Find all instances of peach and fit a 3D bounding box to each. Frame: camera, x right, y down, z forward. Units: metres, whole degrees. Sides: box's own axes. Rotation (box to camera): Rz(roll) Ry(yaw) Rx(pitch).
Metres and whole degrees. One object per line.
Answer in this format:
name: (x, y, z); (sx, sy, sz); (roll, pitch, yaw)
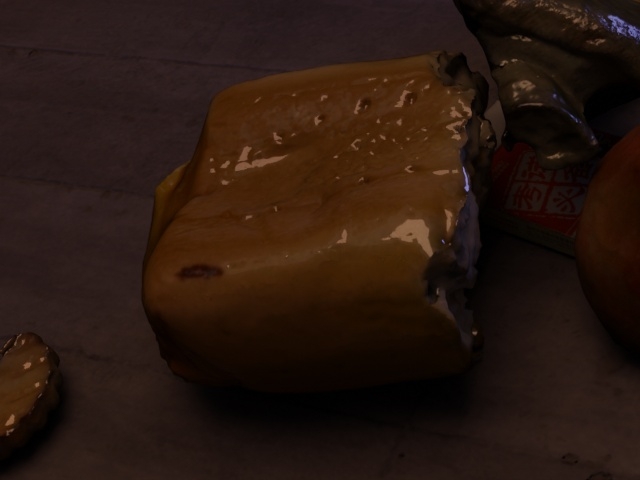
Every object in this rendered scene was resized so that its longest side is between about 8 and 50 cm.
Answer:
peach: (0.349, 0.000, 1.368); (0.235, 0.214, 0.214); (-59, 42, 16)

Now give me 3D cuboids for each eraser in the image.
eraser: (0.248, -0.071, 1.587); (0.230, 0.038, 0.157); (22, 58, 38)

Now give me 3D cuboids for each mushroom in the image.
mushroom: (0.243, -0.213, 1.448); (0.212, 0.217, 0.292); (-25, 10, 25)

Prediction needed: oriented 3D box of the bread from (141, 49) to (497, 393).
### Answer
bread: (0.000, 0.000, 1.476); (0.394, 0.250, 0.361); (-10, 43, 19)

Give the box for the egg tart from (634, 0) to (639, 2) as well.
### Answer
egg tart: (0.315, -0.267, 1.690); (0.241, 0.106, 0.241); (-23, 38, 20)

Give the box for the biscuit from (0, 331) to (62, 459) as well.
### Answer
biscuit: (-0.351, 0.194, 1.558); (0.183, 0.061, 0.118); (-40, 47, -15)
